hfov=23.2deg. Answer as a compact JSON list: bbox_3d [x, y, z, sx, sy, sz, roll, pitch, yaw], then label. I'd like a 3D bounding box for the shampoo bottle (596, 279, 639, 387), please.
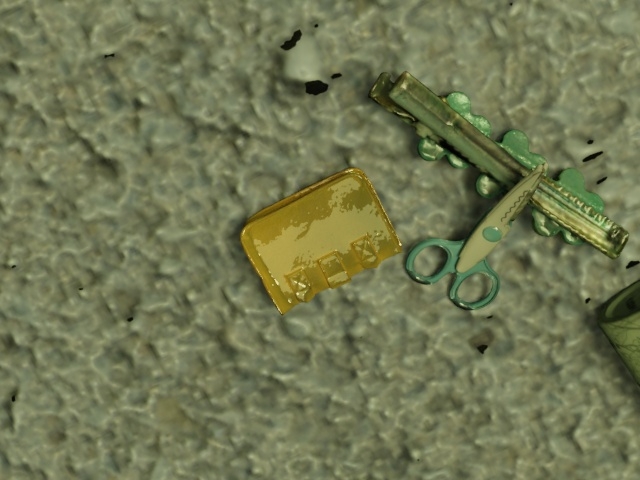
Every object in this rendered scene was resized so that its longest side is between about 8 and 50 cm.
[{"bbox_3d":[0.243,0.113,0.919,0.065,0.065,0.204,-34,99,7],"label":"shampoo bottle"}]

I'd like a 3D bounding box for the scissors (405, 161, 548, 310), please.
[{"bbox_3d":[0.097,-0.004,0.892,0.058,0.014,0.119,32,132,-7],"label":"scissors"}]

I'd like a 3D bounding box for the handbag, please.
[{"bbox_3d":[0.000,0.000,0.912,0.083,0.027,0.061,-26,100,4],"label":"handbag"}]

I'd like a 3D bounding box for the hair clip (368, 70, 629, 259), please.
[{"bbox_3d":[0.104,-0.047,0.895,0.173,0.049,0.049,35,101,-12],"label":"hair clip"}]
